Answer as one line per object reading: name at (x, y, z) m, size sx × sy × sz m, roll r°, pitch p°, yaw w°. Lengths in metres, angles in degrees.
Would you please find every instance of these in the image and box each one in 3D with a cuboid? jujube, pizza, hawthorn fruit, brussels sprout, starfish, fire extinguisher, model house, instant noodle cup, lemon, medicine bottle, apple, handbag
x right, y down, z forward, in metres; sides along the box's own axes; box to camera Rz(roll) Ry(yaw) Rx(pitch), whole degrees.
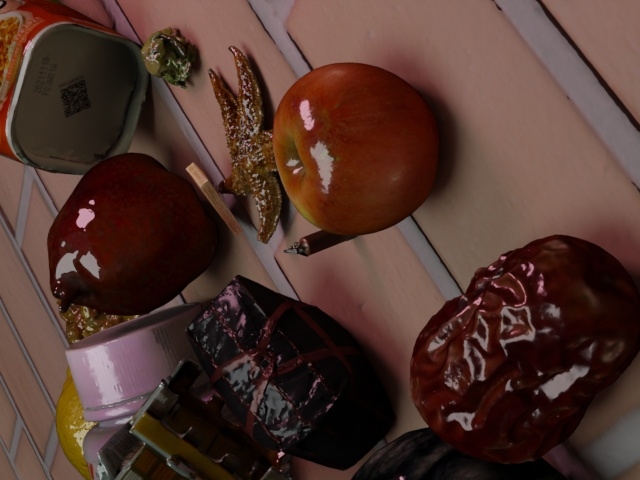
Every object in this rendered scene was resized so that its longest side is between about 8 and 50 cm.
jujube at (0.172, 0.090, 0.900) m, size 0.155 × 0.155 × 0.230 m, roll 57°, pitch 138°, yaw 20°
pizza at (-0.391, 0.088, 1.834) m, size 0.268 × 0.087 × 0.258 m, roll 51°, pitch 142°, yaw 31°
hawthorn fruit at (-0.264, 0.008, 1.420) m, size 0.208 × 0.248 × 0.208 m, roll 29°, pitch 141°, yaw 26°
brussels sprout at (-0.191, -0.231, 1.361) m, size 0.085 × 0.058 × 0.085 m, roll 19°, pitch 124°, yaw 31°
starfish at (-0.080, -0.112, 1.269) m, size 0.240 × 0.043 × 0.227 m, roll -22°, pitch 89°, yaw 56°
fire extinguisher at (0.000, 0.000, 1.167) m, size 0.028 × 0.083 × 0.022 m, roll 7°, pitch 114°, yaw 57°
model house at (-0.161, 0.282, 1.257) m, size 0.198 × 0.215 × 0.224 m, roll 39°, pitch -176°, yaw -2°
instant noodle cup at (-0.414, -0.228, 1.510) m, size 0.308 × 0.294 × 0.294 m, roll 26°, pitch 129°, yaw 39°
lemon at (-0.314, 0.288, 1.716) m, size 0.260 × 0.204 × 0.204 m, roll 51°, pitch 146°, yaw 10°
medicine bottle at (-0.208, 0.257, 1.488) m, size 0.241 × 0.241 × 0.302 m, roll -13°, pitch 97°, yaw 59°
apple at (0.035, -0.086, 1.020) m, size 0.163 × 0.139 × 0.163 m, roll 166°, pitch 90°, yaw -71°
handbag at (-0.035, 0.149, 1.211) m, size 0.155 × 0.169 × 0.215 m, roll -49°, pitch 61°, yaw 7°

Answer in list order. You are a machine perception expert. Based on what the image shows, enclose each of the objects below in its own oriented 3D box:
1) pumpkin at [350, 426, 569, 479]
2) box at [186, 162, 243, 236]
pumpkin at (0.111, 0.325, 1.005) m, size 0.296 × 0.295 × 0.296 m, roll 34°, pitch 134°, yaw 44°
box at (-0.132, -0.051, 1.359) m, size 0.093 × 0.015 × 0.058 m, roll 56°, pitch 176°, yaw -38°
